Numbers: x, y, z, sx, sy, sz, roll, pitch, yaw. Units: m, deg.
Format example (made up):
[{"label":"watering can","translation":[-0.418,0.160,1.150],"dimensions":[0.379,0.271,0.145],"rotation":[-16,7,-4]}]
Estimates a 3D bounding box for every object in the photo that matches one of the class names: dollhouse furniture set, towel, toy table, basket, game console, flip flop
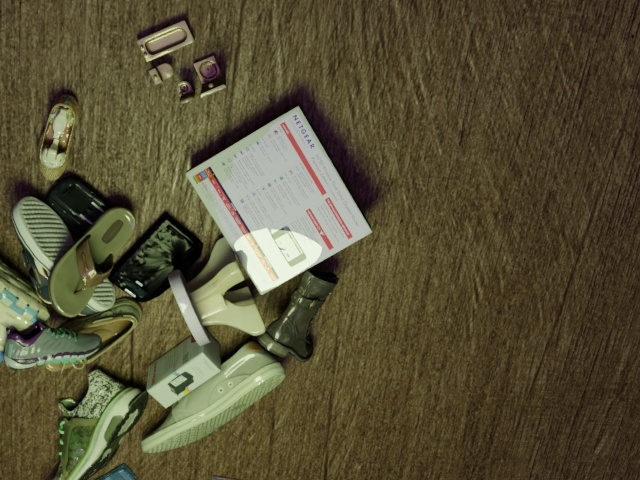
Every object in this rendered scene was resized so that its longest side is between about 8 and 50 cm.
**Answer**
[{"label":"dollhouse furniture set","translation":[-0.298,-0.378,1.617],"dimensions":[0.144,0.123,0.151],"rotation":[-23,113,2]},{"label":"towel","translation":[-0.562,0.659,2.055],"dimensions":[0.120,0.029,0.067],"rotation":[-32,112,5]},{"label":"toy table","translation":[-0.247,0.131,1.781],"dimensions":[0.161,0.274,0.252],"rotation":[-23,81,-7]},{"label":"basket","translation":[-0.787,0.189,1.727],"dimensions":[0.289,0.201,0.254],"rotation":[-41,133,-5]},{"label":"game console","translation":[-0.471,-0.019,1.786],"dimensions":[0.213,0.044,0.361],"rotation":[-45,111,9]},{"label":"flip flop","translation":[-0.498,0.044,1.681],"dimensions":[0.112,0.080,0.277],"rotation":[47,68,-34]}]

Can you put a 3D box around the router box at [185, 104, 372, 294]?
[{"label":"router box","translation":[-0.092,-0.091,1.742],"dimensions":[0.301,0.082,0.335],"rotation":[-29,100,6]}]

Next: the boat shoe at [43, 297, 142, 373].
[{"label":"boat shoe","translation":[-0.568,0.240,1.851],"dimensions":[0.285,0.089,0.104],"rotation":[-34,112,7]}]

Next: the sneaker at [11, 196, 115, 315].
[{"label":"sneaker","translation":[-0.618,0.053,1.736],"dimensions":[0.128,0.126,0.321],"rotation":[-21,116,25]}]

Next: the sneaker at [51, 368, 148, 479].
[{"label":"sneaker","translation":[-0.609,0.489,1.950],"dimensions":[0.182,0.158,0.410],"rotation":[41,106,12]}]

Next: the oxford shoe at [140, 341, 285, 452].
[{"label":"oxford shoe","translation":[-0.286,0.406,1.946],"dimensions":[0.449,0.169,0.130],"rotation":[-37,68,16]}]

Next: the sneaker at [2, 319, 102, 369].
[{"label":"sneaker","translation":[-0.600,0.224,1.717],"dimensions":[0.224,0.083,0.098],"rotation":[-9,117,-41]}]

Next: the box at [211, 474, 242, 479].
[{"label":"box","translation":[-0.229,0.801,2.110],"dimensions":[0.214,0.117,0.242],"rotation":[13,110,-12]}]

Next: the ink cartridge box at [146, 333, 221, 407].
[{"label":"ink cartridge box","translation":[-0.340,0.317,1.893],"dimensions":[0.175,0.127,0.072],"rotation":[-35,115,8]}]

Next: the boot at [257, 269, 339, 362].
[{"label":"boot","translation":[-0.026,0.177,1.845],"dimensions":[0.091,0.263,0.229],"rotation":[37,94,22]}]

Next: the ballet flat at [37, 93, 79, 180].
[{"label":"ballet flat","translation":[-0.586,-0.222,1.673],"dimensions":[0.073,0.067,0.206],"rotation":[13,110,-14]}]
